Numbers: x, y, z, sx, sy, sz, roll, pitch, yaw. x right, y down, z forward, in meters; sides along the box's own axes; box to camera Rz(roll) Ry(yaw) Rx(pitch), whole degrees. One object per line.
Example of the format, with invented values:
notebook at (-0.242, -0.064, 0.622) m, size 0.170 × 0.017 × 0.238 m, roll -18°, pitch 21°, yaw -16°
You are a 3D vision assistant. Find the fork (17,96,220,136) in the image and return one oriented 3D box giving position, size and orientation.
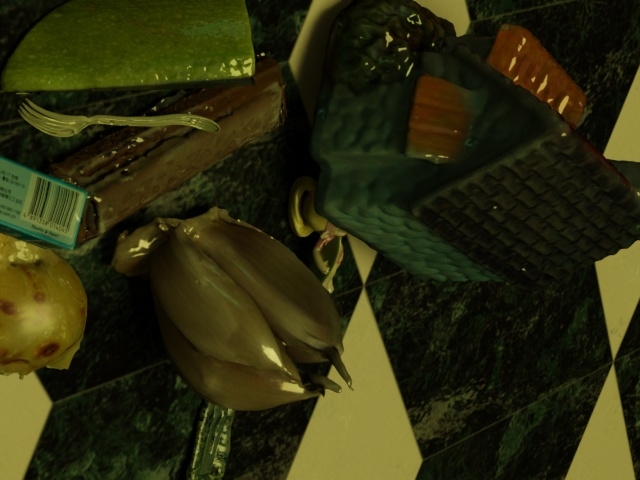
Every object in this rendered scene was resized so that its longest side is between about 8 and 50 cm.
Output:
fork at (-0.199, -0.117, 1.498) m, size 0.219 × 0.028 × 0.034 m, roll 3°, pitch 144°, yaw -34°

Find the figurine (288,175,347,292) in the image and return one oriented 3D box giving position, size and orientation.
figurine at (0.000, 0.000, 1.812) m, size 0.083 × 0.083 × 0.187 m, roll -35°, pitch 144°, yaw -33°

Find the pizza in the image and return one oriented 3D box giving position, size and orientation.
pizza at (-0.294, 0.051, 1.483) m, size 0.188 × 0.081 × 0.204 m, roll 8°, pitch 101°, yaw -50°

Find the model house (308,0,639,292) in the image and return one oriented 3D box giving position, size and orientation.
model house at (0.220, -0.115, 1.725) m, size 0.360 × 0.339 × 0.297 m, roll 34°, pitch 68°, yaw -51°

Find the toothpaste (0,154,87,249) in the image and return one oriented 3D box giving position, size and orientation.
toothpaste at (-0.336, -0.059, 1.361) m, size 0.267 × 0.050 × 0.065 m, roll 23°, pitch 75°, yaw -43°

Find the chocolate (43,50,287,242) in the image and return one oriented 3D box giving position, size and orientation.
chocolate at (-0.150, -0.101, 1.582) m, size 0.329 × 0.065 × 0.102 m, roll -33°, pitch 130°, yaw -36°

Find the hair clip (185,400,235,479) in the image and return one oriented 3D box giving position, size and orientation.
hair clip at (-0.115, 0.210, 1.801) m, size 0.066 × 0.036 × 0.229 m, roll 8°, pitch 109°, yaw -45°

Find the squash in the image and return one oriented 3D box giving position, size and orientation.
squash at (-0.203, -0.213, 1.500) m, size 0.252 × 0.169 × 0.093 m, roll -4°, pitch 112°, yaw -12°

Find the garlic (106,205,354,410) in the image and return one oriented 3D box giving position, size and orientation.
garlic at (-0.083, 0.075, 1.620) m, size 0.210 × 0.292 × 0.237 m, roll -43°, pitch 176°, yaw -17°
